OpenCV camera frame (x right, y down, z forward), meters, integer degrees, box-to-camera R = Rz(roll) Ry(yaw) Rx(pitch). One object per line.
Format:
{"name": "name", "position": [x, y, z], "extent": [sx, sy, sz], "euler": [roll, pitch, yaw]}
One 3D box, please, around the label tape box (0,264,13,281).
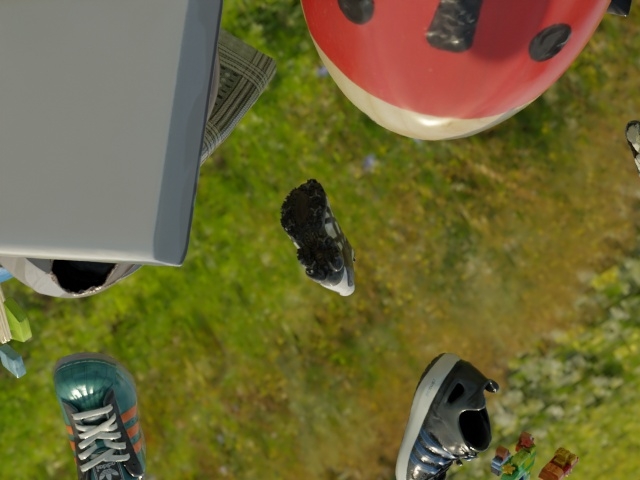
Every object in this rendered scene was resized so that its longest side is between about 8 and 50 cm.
{"name": "label tape box", "position": [-0.513, -0.099, 1.775], "extent": [0.115, 0.348, 0.249], "euler": [-5, 168, -45]}

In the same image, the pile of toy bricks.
{"name": "pile of toy bricks", "position": [0.300, 0.343, 1.978], "extent": [0.212, 0.118, 0.105], "euler": [-37, 141, -40]}

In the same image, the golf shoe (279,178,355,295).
{"name": "golf shoe", "position": [0.000, 0.000, 1.876], "extent": [0.077, 0.198, 0.094], "euler": [-28, 135, 15]}

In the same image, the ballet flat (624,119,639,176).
{"name": "ballet flat", "position": [0.439, -0.118, 1.805], "extent": [0.041, 0.114, 0.041], "euler": [-8, 147, -5]}

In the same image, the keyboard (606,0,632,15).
{"name": "keyboard", "position": [0.243, -0.337, 1.698], "extent": [0.201, 0.317, 0.033], "euler": [-60, 157, -45]}

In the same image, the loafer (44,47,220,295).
{"name": "loafer", "position": [-0.190, -0.080, 1.302], "extent": [0.130, 0.134, 0.366], "euler": [-76, -176, -51]}

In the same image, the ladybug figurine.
{"name": "ladybug figurine", "position": [0.126, -0.261, 1.169], "extent": [0.305, 0.162, 0.449], "euler": [9, 133, -1]}

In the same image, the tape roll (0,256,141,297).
{"name": "tape roll", "position": [-0.298, -0.044, 1.601], "extent": [0.219, 0.219, 0.072], "euler": [-19, 174, -34]}

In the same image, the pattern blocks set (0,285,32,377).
{"name": "pattern blocks set", "position": [-0.566, 0.072, 2.183], "extent": [0.026, 0.285, 0.325], "euler": [-35, 150, -31]}

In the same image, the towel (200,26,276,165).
{"name": "towel", "position": [-0.228, -0.240, 1.600], "extent": [0.056, 0.324, 0.312], "euler": [-54, -178, 37]}

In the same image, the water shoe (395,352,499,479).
{"name": "water shoe", "position": [0.130, 0.208, 1.361], "extent": [0.073, 0.080, 0.203], "euler": [-40, 148, -39]}

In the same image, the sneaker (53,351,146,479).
{"name": "sneaker", "position": [-0.295, 0.277, 1.843], "extent": [0.108, 0.121, 0.302], "euler": [-13, 138, -1]}

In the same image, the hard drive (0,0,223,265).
{"name": "hard drive", "position": [-0.244, -0.101, 1.142], "extent": [0.353, 0.233, 0.047], "euler": [2, 171, 36]}
